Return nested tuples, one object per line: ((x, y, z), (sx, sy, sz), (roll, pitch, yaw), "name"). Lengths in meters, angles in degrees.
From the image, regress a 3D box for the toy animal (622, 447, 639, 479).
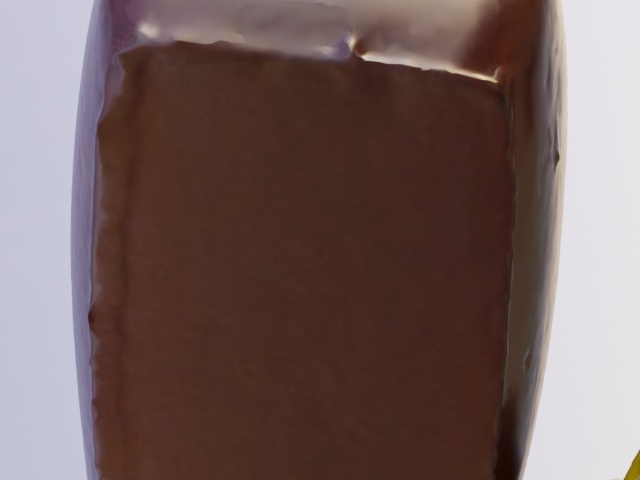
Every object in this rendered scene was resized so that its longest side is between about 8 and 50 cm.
((0.202, 0.099, 0.543), (0.156, 0.229, 0.156), (-43, -40, -52), "toy animal")

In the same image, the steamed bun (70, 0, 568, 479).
((0.000, 0.000, 0.924), (0.248, 0.235, 0.379), (-75, -11, -58), "steamed bun")

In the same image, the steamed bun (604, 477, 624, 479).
((0.220, 0.202, 0.963), (0.192, 0.106, 0.178), (6, -107, -37), "steamed bun")
